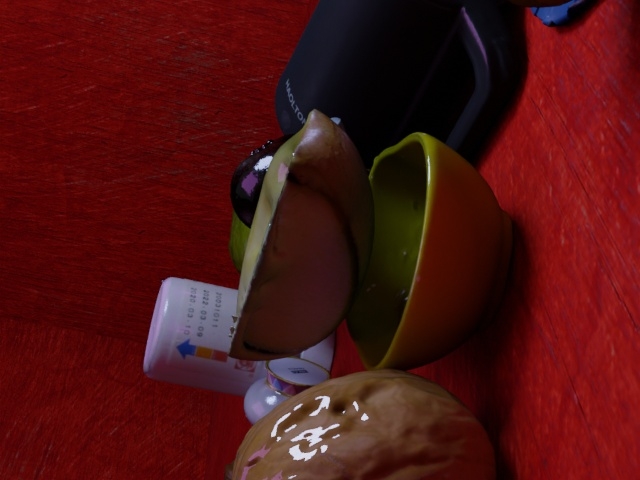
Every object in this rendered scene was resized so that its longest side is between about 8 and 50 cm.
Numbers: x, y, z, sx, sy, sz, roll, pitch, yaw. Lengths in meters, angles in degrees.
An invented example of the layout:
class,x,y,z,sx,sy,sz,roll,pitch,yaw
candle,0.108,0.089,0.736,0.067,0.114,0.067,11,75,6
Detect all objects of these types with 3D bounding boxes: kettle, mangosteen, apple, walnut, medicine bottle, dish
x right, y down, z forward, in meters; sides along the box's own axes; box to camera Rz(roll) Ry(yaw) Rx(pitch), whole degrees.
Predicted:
class,x,y,z,sx,sy,sz,roll,pitch,yaw
kettle,0.080,-0.203,1.075,0.308,0.203,0.262,122,160,-57
mangosteen,-0.033,-0.049,1.101,0.140,0.140,0.140,-168,90,-81
apple,-0.007,-0.009,0.937,0.193,0.120,0.265,-75,5,-49
walnut,0.033,0.202,0.786,0.195,0.221,0.195,164,90,-76
medicine bottle,-0.130,0.167,1.565,0.170,0.292,0.170,-167,90,-80
dish,0.105,0.017,0.916,0.262,0.108,0.221,-151,72,-79

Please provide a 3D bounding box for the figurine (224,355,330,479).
class,x,y,z,sx,sy,sz,roll,pitch,yaw
figurine,-0.062,0.315,1.460,0.189,0.142,0.264,33,114,55

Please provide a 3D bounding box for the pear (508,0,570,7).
class,x,y,z,sx,sy,sz,roll,pitch,yaw
pear,0.150,-0.320,0.641,0.253,0.252,0.307,-104,32,-69

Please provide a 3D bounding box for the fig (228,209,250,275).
class,x,y,z,sx,sy,sz,roll,pitch,yaw
fig,-0.008,0.028,1.270,0.314,0.233,0.233,-106,27,-48

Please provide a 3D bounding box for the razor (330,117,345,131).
class,x,y,z,sx,sy,sz,roll,pitch,yaw
razor,0.056,-0.035,1.076,0.106,0.068,0.232,-94,-19,-55

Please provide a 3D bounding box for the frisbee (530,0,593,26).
class,x,y,z,sx,sy,sz,roll,pitch,yaw
frisbee,0.221,-0.306,0.825,0.242,0.045,0.242,-168,90,-79
